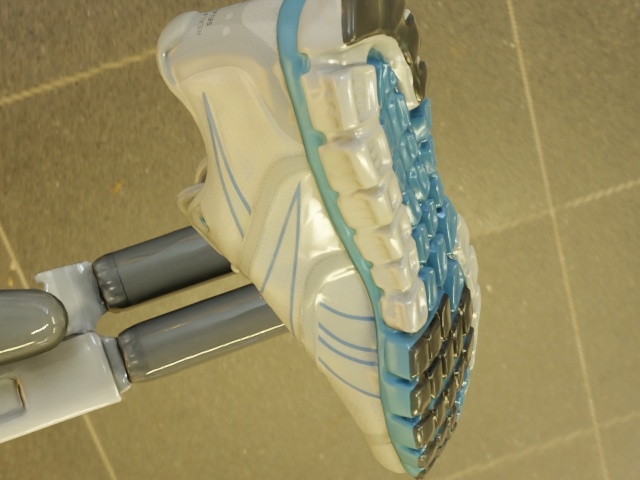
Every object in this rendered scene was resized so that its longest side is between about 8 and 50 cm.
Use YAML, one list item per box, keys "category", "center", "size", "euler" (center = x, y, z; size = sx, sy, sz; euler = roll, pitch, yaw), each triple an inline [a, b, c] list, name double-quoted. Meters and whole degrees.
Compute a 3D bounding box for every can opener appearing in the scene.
- category: "can opener"
  center: [-0.082, 0.035, 0.624]
  size: [0.280, 0.093, 0.074]
  euler: [-18, 85, -9]

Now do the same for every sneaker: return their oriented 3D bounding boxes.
- category: "sneaker"
  center: [0.000, 0.000, 0.416]
  size: [0.083, 0.071, 0.190]
  euler: [1, 128, 24]
